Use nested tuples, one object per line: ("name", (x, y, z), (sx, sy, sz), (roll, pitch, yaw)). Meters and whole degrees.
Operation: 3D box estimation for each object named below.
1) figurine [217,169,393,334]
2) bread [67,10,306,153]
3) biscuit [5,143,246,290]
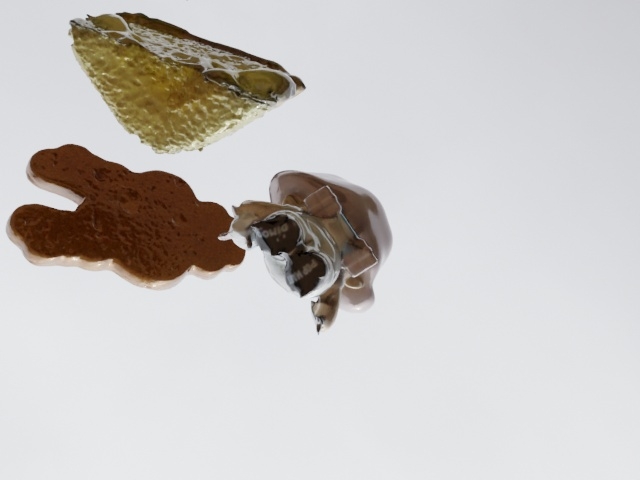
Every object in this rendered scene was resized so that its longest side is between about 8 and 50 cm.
("figurine", (0.000, 0.000, 0.438), (0.112, 0.229, 0.137), (-42, -94, 9))
("bread", (-0.155, -0.169, 0.648), (0.252, 0.133, 0.174), (18, -156, -1))
("biscuit", (-0.268, -0.024, 0.809), (0.334, 0.047, 0.202), (14, -125, -29))
